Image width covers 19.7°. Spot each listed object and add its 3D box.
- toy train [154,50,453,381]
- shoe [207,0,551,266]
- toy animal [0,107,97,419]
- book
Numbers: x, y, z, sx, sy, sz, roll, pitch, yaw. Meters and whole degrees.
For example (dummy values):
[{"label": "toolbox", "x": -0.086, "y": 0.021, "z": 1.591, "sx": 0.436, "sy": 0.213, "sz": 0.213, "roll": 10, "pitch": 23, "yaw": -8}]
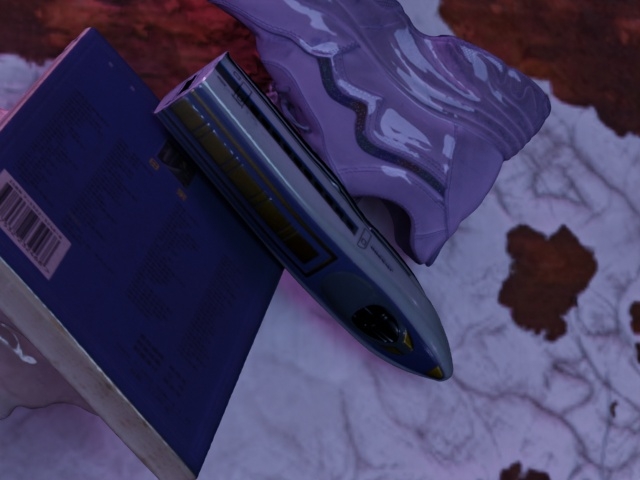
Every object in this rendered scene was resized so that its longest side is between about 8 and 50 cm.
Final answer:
[{"label": "toy train", "x": 0.000, "y": 0.000, "z": 1.118, "sx": 0.252, "sy": 0.055, "sz": 0.048, "roll": 49, "pitch": 24, "yaw": -14}, {"label": "shoe", "x": 0.014, "y": -0.091, "z": 1.152, "sx": 0.245, "sy": 0.095, "sz": 0.137, "roll": 30, "pitch": 83, "yaw": -12}, {"label": "toy animal", "x": -0.168, "y": 0.009, "z": 1.023, "sx": 0.184, "sy": 0.104, "sz": 0.185, "roll": 26, "pitch": 29, "yaw": -27}, {"label": "book", "x": -0.106, "y": -0.001, "z": 1.011, "sx": 0.191, "sy": 0.025, "sz": 0.269, "roll": 49, "pitch": 23, "yaw": -13}]
